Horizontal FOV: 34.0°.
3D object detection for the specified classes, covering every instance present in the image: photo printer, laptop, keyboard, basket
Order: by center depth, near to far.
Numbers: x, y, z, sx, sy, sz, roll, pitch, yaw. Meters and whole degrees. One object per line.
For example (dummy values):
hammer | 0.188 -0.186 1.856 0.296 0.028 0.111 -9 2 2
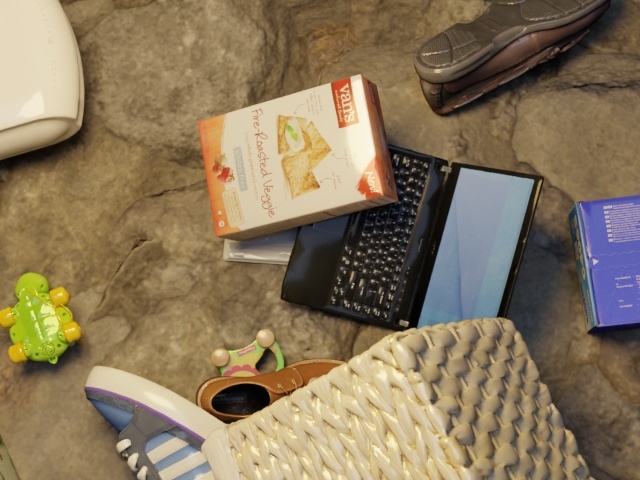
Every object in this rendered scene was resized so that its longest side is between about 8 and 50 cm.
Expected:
basket | 0.116 0.280 1.111 0.266 0.331 0.328 -35 72 25
laptop | 0.106 -0.001 1.301 0.264 0.136 0.234 16 90 -3
photo printer | -0.472 -0.220 1.385 0.307 0.107 0.256 -16 74 -4
keyboard | 0.000 0.000 1.398 0.256 0.014 0.072 4 69 2

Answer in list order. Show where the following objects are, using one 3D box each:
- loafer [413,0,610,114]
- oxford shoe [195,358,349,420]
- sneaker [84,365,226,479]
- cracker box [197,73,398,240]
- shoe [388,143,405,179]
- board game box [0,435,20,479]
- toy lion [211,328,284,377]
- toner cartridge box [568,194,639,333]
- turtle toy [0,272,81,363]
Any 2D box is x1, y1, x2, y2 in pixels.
loafer | 0.266 -0.272 1.442 0.302 0.095 0.109 -27 45 -11
oxford shoe | -0.044 0.193 1.297 0.212 0.076 0.076 -8 88 -15
sneaker | -0.188 0.319 1.246 0.322 0.130 0.236 29 72 3
cracker box | -0.031 -0.101 1.323 0.232 0.067 0.156 -14 80 20
shoe | 0.006 -0.088 1.404 0.219 0.058 0.077 -5 94 4
board game box | -0.445 0.394 1.250 0.224 0.097 0.303 -29 76 -6
toy lion | -0.091 0.174 1.340 0.100 0.034 0.096 -23 82 -6
toner cartridge box | 0.505 0.016 1.333 0.347 0.075 0.165 -6 76 3
turtle toy | -0.360 0.099 1.347 0.095 0.066 0.130 -21 74 -5
